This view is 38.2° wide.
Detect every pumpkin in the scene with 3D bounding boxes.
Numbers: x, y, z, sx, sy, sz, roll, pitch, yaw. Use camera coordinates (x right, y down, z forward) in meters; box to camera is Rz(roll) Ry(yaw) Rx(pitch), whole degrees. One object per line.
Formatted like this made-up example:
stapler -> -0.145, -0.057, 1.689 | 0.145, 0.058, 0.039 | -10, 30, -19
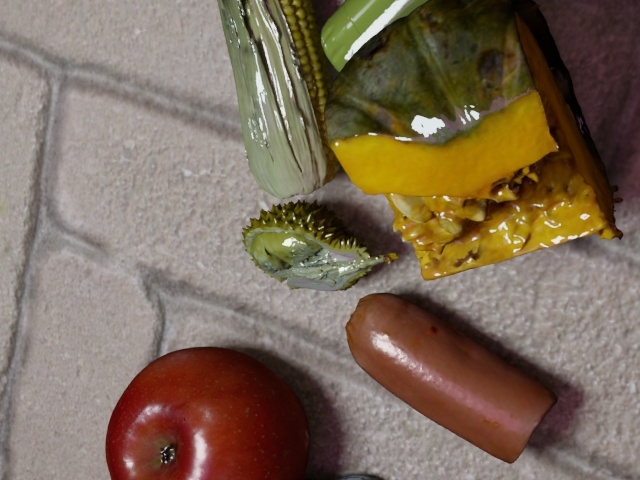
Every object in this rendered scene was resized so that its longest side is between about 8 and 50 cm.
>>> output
pumpkin -> 0.154, -0.105, 0.927 | 0.226, 0.256, 0.303 | -20, 129, 18

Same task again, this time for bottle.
bottle -> 0.120, -0.276, 0.996 | 0.260, 0.112, 0.112 | -42, 83, 27

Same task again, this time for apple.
apple -> -0.149, 0.266, 1.175 | 0.261, 0.216, 0.260 | -3, 82, 24

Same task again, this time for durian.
durian -> 0.000, 0.000, 1.110 | 0.208, 0.146, 0.102 | 7, 63, 34

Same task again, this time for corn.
corn -> -0.056, -0.202, 1.081 | 0.122, 0.123, 0.305 | -4, 104, 42

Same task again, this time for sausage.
sausage -> 0.142, 0.156, 1.092 | 0.259, 0.113, 0.113 | 31, 113, 15

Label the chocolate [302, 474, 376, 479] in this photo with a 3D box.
chocolate -> 0.009, 0.348, 1.219 | 0.167, 0.072, 0.072 | -10, 98, 26
